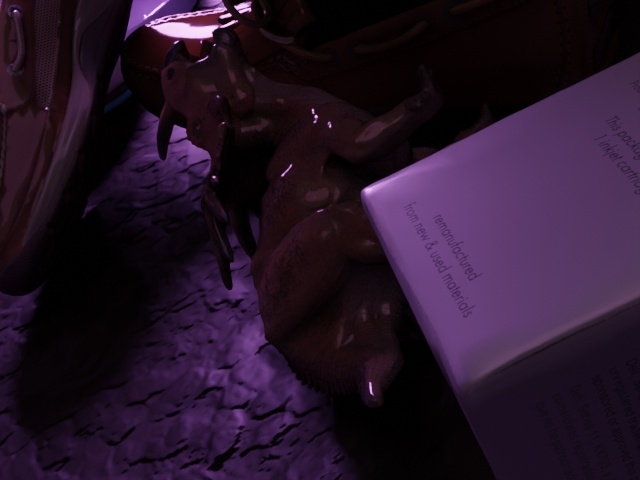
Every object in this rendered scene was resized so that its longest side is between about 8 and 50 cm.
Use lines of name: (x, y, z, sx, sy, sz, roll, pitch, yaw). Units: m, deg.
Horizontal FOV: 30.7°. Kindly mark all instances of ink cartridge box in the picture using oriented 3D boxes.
ink cartridge box: (0.219, 0.005, 0.419, 0.353, 0.207, 0.119, -26, 37, 2)

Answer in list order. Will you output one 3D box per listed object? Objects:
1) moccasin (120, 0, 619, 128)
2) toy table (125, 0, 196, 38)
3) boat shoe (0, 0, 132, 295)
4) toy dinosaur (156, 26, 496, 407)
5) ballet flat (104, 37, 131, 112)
moccasin: (0.009, -0.153, 0.810, 0.380, 0.147, 0.139, 4, 46, 37)
toy table: (-0.233, -0.303, 1.152, 0.252, 0.161, 0.274, -37, 35, -13)
boat shoe: (-0.219, -0.110, 0.871, 0.116, 0.123, 0.324, 11, 60, -7)
toy dinosaur: (0.000, 0.000, 0.660, 0.200, 0.127, 0.295, -22, 47, 21)
ballet flat: (-0.357, -0.109, 1.015, 0.400, 0.139, 0.139, -25, 35, 5)
